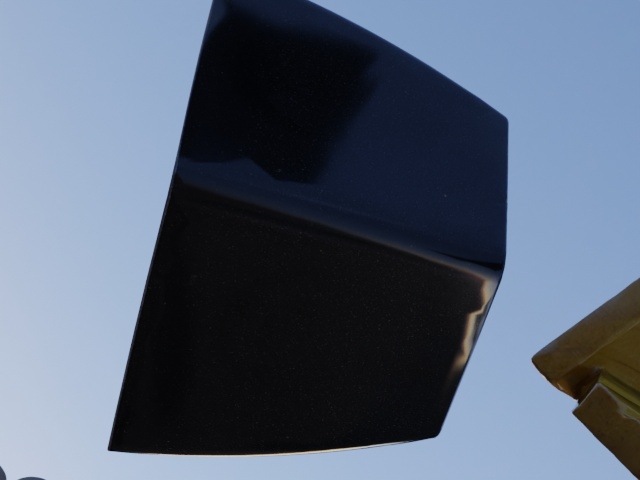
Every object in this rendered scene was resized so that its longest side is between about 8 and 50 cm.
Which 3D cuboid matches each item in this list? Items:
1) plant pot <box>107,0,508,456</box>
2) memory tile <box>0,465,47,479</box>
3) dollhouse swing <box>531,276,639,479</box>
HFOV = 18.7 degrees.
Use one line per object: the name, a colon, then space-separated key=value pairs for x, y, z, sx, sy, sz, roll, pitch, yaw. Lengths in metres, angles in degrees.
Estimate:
plant pot: x=0.000 y=0.000 z=0.989 sx=0.188 sy=0.167 sz=0.187 roll=-84 pitch=-171 yaw=-50
memory tile: x=-0.195 y=0.197 z=1.130 sx=0.113 sy=0.148 sz=0.012 roll=21 pitch=-39 yaw=10
dollhouse swing: x=0.386 y=0.097 z=1.135 sx=0.315 sy=0.305 sz=0.347 roll=31 pitch=11 yaw=-41
